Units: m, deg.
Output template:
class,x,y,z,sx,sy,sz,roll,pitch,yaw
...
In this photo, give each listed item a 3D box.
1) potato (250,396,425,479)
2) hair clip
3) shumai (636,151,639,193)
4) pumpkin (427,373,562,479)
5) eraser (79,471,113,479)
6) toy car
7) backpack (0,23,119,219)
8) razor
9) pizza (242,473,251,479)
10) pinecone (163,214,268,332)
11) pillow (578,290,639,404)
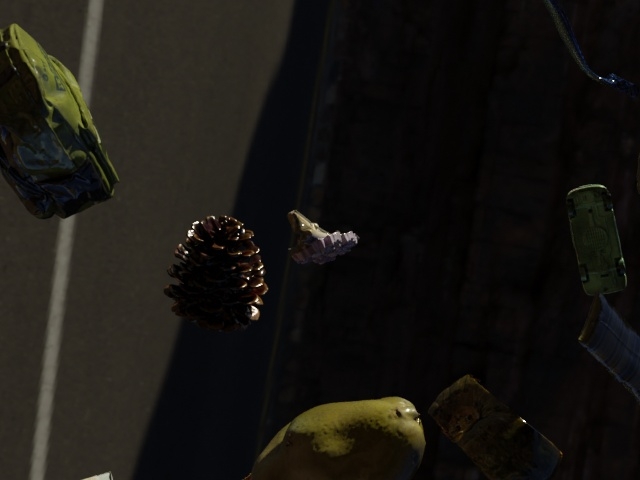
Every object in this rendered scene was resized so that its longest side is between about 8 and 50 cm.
class,x,y,z,sx,sy,sz,roll,pitch,yaw
potato,0.035,0.354,1.583,0.351,0.202,0.218,-39,168,33
hair clip,0.000,0.000,1.917,0.084,0.106,0.292,63,14,14
shumai,0.710,-0.250,1.915,0.217,0.283,0.346,-8,153,-38
pumpkin,0.357,0.400,2.008,0.139,0.190,0.280,-48,-159,2
eraser,-0.322,0.338,1.354,0.038,0.083,0.019,-149,-133,-73
toy car,0.558,-0.003,2.029,0.076,0.090,0.224,-32,110,-74
backpack,-0.371,-0.153,1.300,0.207,0.140,0.253,60,-6,30
razor,0.464,-0.378,1.835,0.056,0.324,0.093,-43,-156,7
pizza,-0.166,0.611,2.265,0.062,0.161,0.182,-100,168,-79
pinecone,-0.238,0.068,2.325,0.246,0.246,0.292,-60,163,-56
pillow,0.526,0.188,1.750,0.203,0.038,0.113,41,59,-25
